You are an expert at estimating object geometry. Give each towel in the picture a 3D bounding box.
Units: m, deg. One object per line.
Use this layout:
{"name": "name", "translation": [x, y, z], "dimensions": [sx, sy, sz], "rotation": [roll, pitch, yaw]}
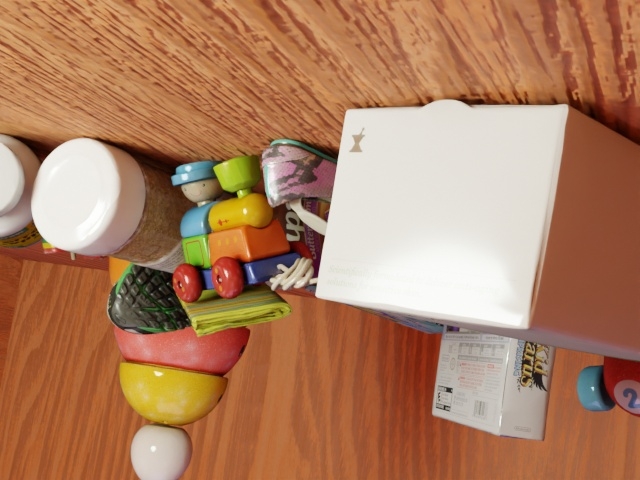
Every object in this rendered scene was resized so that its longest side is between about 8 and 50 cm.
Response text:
{"name": "towel", "translation": [-0.103, 0.065, 1.139], "dimensions": [0.102, 0.021, 0.237], "rotation": [-8, -171, -12]}

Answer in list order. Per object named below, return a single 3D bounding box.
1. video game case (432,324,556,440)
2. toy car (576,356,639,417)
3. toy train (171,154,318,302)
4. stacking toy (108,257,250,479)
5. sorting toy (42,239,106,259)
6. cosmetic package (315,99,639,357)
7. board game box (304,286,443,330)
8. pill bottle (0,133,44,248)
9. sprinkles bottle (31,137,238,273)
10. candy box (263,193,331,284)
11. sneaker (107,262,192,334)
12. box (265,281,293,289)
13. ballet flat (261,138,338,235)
{"name": "video game case", "translation": [0.212, 0.103, 1.246], "dimensions": [0.061, 0.244, 0.269], "rotation": [8, 174, -9]}
{"name": "toy car", "translation": [0.453, 0.139, 1.544], "dimensions": [0.219, 0.210, 0.238], "rotation": [-12, 148, 44]}
{"name": "toy train", "translation": [-0.066, -0.021, 1.030], "dimensions": [0.105, 0.143, 0.248], "rotation": [-14, -178, -34]}
{"name": "stacking toy", "translation": [-0.278, 0.232, 1.999], "dimensions": [0.350, 0.480, 0.350], "rotation": [9, 174, 1]}
{"name": "sorting toy", "translation": [-0.343, 0.002, 1.654], "dimensions": [0.132, 0.046, 0.274], "rotation": [-2, -174, 43]}
{"name": "cosmetic package", "translation": [0.193, 0.008, 0.834], "dimensions": [0.197, 0.155, 0.365], "rotation": [6, 175, 45]}
{"name": "board game box", "translation": [0.114, 0.083, 1.768], "dimensions": [0.253, 0.079, 0.336], "rotation": [19, 173, -3]}
{"name": "pill bottle", "translation": [-0.364, -0.057, 1.175], "dimensions": [0.117, 0.118, 0.208], "rotation": [9, 173, -5]}
{"name": "sprinkles bottle", "translation": [-0.177, -0.021, 1.223], "dimensions": [0.121, 0.121, 0.355], "rotation": [5, 173, 28]}
{"name": "candy box", "translation": [0.000, 0.000, 1.225], "dimensions": [0.053, 0.109, 0.186], "rotation": [14, 171, -41]}
{"name": "sneaker", "translation": [-0.256, 0.083, 1.637], "dimensions": [0.146, 0.134, 0.343], "rotation": [-30, -176, 15]}
{"name": "box", "translation": [-0.142, 0.011, 1.588], "dimensions": [0.113, 0.094, 0.275], "rotation": [6, 174, 25]}
{"name": "ballet flat", "translation": [0.033, -0.035, 0.998], "dimensions": [0.221, 0.079, 0.077], "rotation": [13, 169, -38]}
